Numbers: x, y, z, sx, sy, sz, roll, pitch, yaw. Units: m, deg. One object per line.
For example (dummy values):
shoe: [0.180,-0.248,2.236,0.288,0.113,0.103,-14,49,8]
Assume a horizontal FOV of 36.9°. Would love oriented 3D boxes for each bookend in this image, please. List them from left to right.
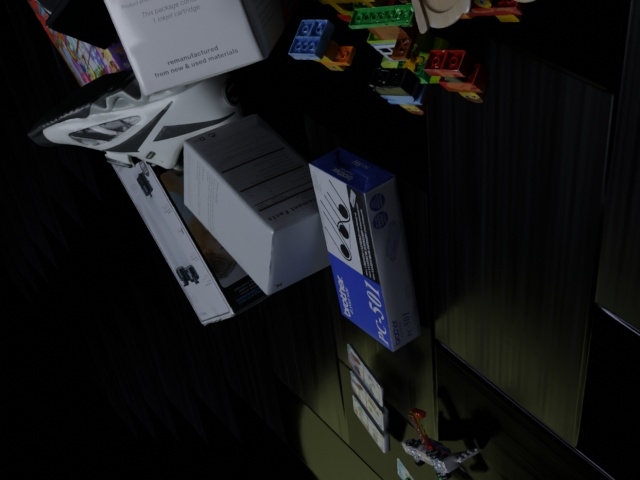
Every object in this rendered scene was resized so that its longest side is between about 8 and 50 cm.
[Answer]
bookend: [-0.342,-0.332,1.230,0.156,0.072,0.157,42,-171,8]

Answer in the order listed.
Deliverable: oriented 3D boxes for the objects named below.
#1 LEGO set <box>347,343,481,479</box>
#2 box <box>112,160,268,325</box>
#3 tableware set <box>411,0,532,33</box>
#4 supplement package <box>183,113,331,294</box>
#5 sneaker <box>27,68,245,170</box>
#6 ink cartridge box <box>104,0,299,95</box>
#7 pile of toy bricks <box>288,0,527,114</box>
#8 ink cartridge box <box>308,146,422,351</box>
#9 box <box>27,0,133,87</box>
LEGO set: [0.119,0.250,1.185,0.244,0.060,0.182,52,161,35]
box: [-0.183,-0.027,1.385,0.290,0.087,0.169,61,156,-1]
tableware set: [0.103,-0.214,0.612,0.169,0.020,0.141,-2,94,52]
supplement package: [-0.068,-0.045,1.105,0.179,0.105,0.105,46,146,31]
sneaker: [-0.235,-0.140,1.217,0.330,0.122,0.146,-8,124,37]
ink cartridge box: [-0.127,-0.295,0.814,0.207,0.117,0.283,-74,-33,-63]
pile of toy bricks: [0.079,-0.148,0.743,0.212,0.118,0.105,12,168,46]
ink cartridge box: [0.050,0.012,1.022,0.097,0.046,0.207,33,145,47]
box: [-0.334,-0.296,1.408,0.293,0.057,0.201,57,155,6]
